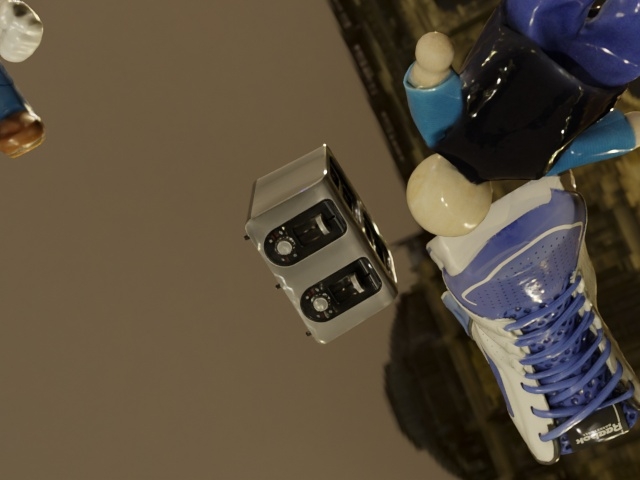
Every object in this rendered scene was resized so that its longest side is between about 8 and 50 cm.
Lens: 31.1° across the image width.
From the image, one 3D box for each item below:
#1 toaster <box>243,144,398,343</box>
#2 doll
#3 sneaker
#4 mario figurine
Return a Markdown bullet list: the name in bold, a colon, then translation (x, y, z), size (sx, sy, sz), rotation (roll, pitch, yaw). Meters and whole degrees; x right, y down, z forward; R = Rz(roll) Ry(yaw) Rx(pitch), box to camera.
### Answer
- **toaster**: translation (0.000, 0.000, 1.286), size (0.168, 0.110, 0.186), rotation (59, -170, -17)
- **doll**: translation (0.096, -0.069, 0.456), size (0.129, 0.189, 0.046), rotation (16, -143, -29)
- **sneaker**: translation (0.184, 0.070, 0.896), size (0.182, 0.127, 0.315), rotation (59, 179, 18)
- **mario figurine**: translation (-0.398, -0.208, 1.099), size (0.198, 0.170, 0.321), rotation (-36, -67, -27)
